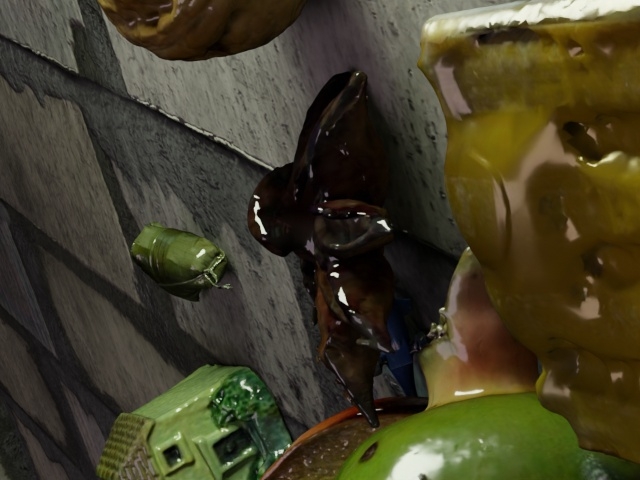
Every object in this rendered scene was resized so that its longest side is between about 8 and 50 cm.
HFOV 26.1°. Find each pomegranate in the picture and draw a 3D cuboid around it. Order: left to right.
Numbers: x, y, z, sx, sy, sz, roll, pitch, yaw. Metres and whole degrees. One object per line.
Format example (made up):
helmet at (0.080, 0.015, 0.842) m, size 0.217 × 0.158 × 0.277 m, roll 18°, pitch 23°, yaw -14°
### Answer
pomegranate at (0.101, 0.183, 0.867) m, size 0.323 × 0.290 × 0.291 m, roll 62°, pitch 157°, yaw 1°

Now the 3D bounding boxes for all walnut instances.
walnut at (-0.084, -0.203, 0.985) m, size 0.184 × 0.155 × 0.155 m, roll 8°, pitch 122°, yaw 63°

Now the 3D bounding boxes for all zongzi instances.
zongzi at (-0.115, 0.043, 1.469) m, size 0.154 × 0.062 × 0.130 m, roll 14°, pitch 151°, yaw 40°

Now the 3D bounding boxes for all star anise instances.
star anise at (0.000, 0.000, 0.997) m, size 0.272 × 0.102 × 0.272 m, roll 175°, pitch 90°, yaw -86°

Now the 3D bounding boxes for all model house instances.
model house at (-0.136, 0.273, 1.565) m, size 0.195 × 0.189 × 0.214 m, roll 0°, pitch 115°, yaw 67°

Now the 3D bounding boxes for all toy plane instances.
toy plane at (0.068, 0.105, 1.141) m, size 0.062 × 0.054 × 0.167 m, roll -108°, pitch -2°, yaw -74°

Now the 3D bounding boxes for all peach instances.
peach at (0.045, 0.215, 1.128) m, size 0.189 × 0.279 × 0.068 m, roll 64°, pitch -161°, yaw -15°

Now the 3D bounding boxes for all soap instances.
soap at (0.192, -0.010, 0.633) m, size 0.281 × 0.143 × 0.259 m, roll 11°, pitch 130°, yaw 62°
